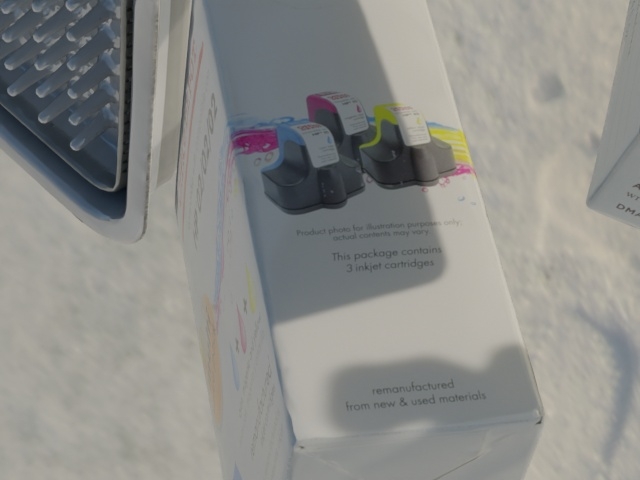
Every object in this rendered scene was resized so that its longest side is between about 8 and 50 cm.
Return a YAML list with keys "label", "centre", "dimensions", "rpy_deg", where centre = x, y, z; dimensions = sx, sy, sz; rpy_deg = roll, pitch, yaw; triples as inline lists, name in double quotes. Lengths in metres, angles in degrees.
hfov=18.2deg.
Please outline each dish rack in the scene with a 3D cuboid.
- label: "dish rack"
  centre: [-0.161, -0.172, 0.991]
  dimensions: [0.285, 0.333, 0.072]
  rpy_deg: [40, 62, 17]

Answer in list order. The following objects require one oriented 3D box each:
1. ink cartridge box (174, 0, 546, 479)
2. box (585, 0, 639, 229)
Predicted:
- label: "ink cartridge box"
  centre: [0.000, 0.000, 0.524]
  dimensions: [0.061, 0.104, 0.181]
  rpy_deg: [-4, 54, -12]
- label: "box"
  centre: [0.232, -0.080, 0.885]
  dimensions: [0.182, 0.119, 0.181]
  rpy_deg: [21, 54, -6]
